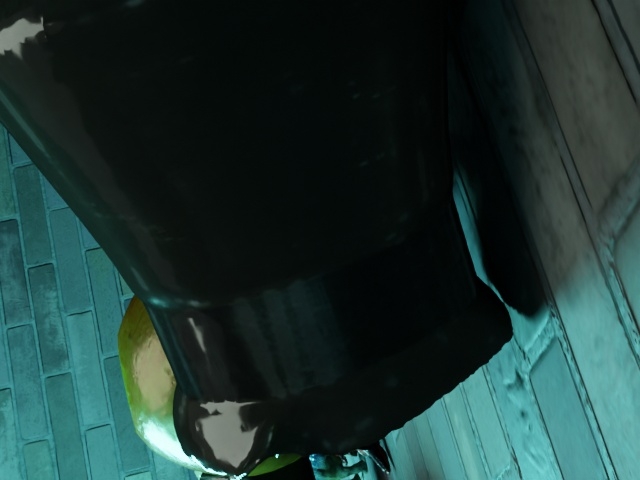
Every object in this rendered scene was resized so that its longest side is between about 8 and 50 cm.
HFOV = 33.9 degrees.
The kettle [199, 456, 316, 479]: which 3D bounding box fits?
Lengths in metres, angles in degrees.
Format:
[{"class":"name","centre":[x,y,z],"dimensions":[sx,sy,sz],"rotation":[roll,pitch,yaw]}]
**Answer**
[{"class":"kettle","centre":[-0.056,0.491,1.655],"dimensions":[0.262,0.203,0.308],"rotation":[1,-106,-60]}]

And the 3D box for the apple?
[{"class":"apple","centre":[-0.114,0.149,1.456],"dimensions":[0.339,0.339,0.340],"rotation":[167,90,-84]}]

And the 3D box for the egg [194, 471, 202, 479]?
[{"class":"egg","centre":[-0.111,0.354,2.007],"dimensions":[0.279,0.310,0.279],"rotation":[39,174,4]}]

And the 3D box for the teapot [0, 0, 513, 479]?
[{"class":"teapot","centre":[-0.027,-0.067,0.696],"dimensions":[0.376,0.305,0.362],"rotation":[-48,-58,-63]}]

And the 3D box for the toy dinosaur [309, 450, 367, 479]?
[{"class":"toy dinosaur","centre":[0.007,0.392,1.815],"dimensions":[0.363,0.147,0.076],"rotation":[105,152,-59]}]

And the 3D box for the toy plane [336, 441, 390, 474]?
[{"class":"toy plane","centre":[0.054,0.278,1.504],"dimensions":[0.189,0.061,0.130],"rotation":[-124,52,-65]}]
